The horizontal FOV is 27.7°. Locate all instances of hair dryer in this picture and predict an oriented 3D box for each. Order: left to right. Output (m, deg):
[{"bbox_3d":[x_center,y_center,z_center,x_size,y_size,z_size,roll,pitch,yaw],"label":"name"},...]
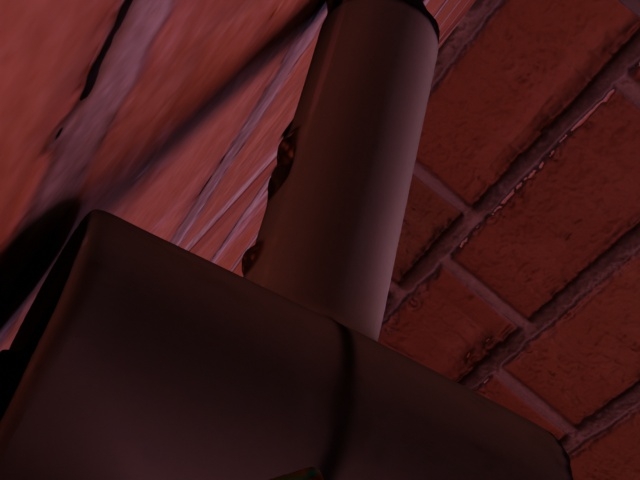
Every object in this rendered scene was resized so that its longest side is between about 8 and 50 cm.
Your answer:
[{"bbox_3d":[0.000,0.000,0.546,0.128,0.203,0.362,-49,-160,46],"label":"hair dryer"}]

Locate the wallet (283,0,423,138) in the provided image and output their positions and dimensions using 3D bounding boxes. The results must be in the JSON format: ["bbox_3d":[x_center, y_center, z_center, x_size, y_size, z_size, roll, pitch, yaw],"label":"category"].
[{"bbox_3d":[0.027,-0.131,0.957,0.157,0.018,0.082,-50,180,18],"label":"wallet"}]

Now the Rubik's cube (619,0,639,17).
[{"bbox_3d":[0.270,-0.200,0.396,0.316,0.319,0.322,-51,-179,-10],"label":"Rubik's cube"}]

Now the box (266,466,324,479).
[{"bbox_3d":[-0.100,0.109,0.316,0.193,0.030,0.121,-7,152,-32],"label":"box"}]
